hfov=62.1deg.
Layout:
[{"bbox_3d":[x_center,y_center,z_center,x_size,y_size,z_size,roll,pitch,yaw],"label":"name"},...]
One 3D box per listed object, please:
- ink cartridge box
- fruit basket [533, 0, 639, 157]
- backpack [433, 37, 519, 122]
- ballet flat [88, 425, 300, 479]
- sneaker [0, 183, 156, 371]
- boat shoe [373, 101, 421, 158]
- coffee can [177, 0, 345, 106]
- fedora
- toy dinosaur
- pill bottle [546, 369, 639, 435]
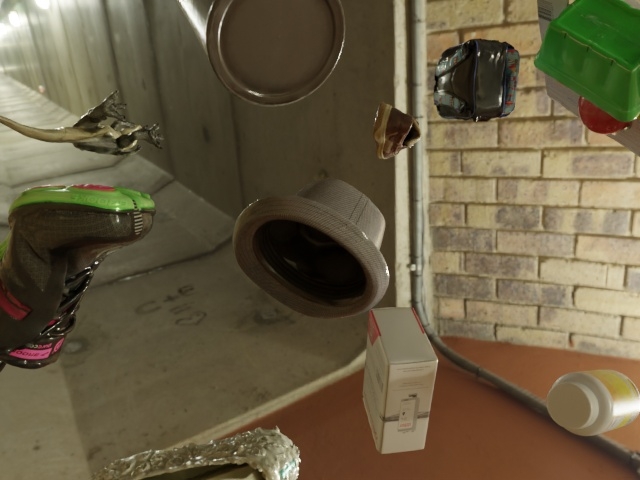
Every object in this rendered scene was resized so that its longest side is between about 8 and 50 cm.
[{"bbox_3d":[0.182,0.335,1.285,0.117,0.283,0.207,-3,-151,-7],"label":"ink cartridge box"},{"bbox_3d":[0.574,-0.316,1.054,0.165,0.353,0.327,-45,-124,9],"label":"fruit basket"},{"bbox_3d":[0.304,-0.320,1.078,0.116,0.158,0.173,-4,-168,-14],"label":"backpack"},{"bbox_3d":[-0.231,0.395,0.821,0.408,0.147,0.147,-22,-159,5],"label":"ballet flat"},{"bbox_3d":[-0.395,0.072,0.771,0.482,0.202,0.185,-31,163,30],"label":"sneaker"},{"bbox_3d":[0.232,-0.307,1.554,0.123,0.123,0.342,13,176,11],"label":"boat shoe"},{"bbox_3d":[-0.107,-0.363,0.830,0.201,0.202,0.275,-13,-136,-17],"label":"coffee can"},{"bbox_3d":[0.000,0.000,0.816,0.243,0.275,0.124,35,-122,-4],"label":"fedora"},{"bbox_3d":[-0.285,-0.144,0.690,0.118,0.064,0.268,-9,-179,15],"label":"toy dinosaur"},{"bbox_3d":[0.533,0.316,1.044,0.215,0.117,0.117,10,-174,-41],"label":"pill bottle"}]
